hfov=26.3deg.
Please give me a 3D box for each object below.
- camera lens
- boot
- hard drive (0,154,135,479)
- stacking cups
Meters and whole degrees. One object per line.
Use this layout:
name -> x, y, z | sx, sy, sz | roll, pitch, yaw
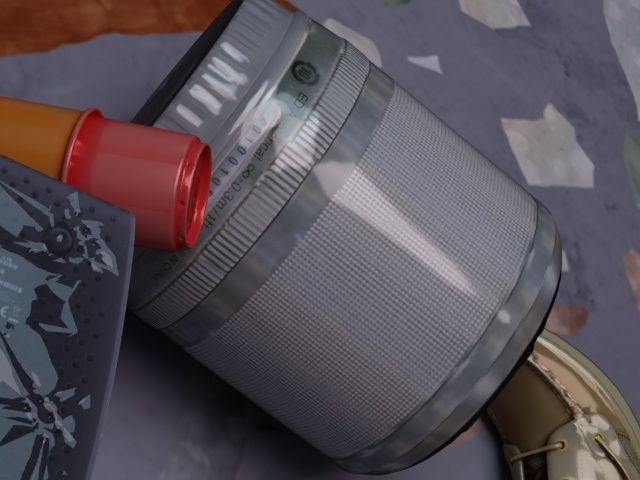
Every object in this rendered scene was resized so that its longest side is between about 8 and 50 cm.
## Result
camera lens -> 0.000, 0.000, 0.881 | 0.274, 0.219, 0.219 | 38, 50, -13
boot -> 0.154, 0.201, 0.972 | 0.203, 0.095, 0.262 | -37, 94, -41
hard drive -> -0.183, 0.070, 0.606 | 0.172, 0.054, 0.255 | 25, 54, -23
stacking cups -> -0.219, -0.050, 0.729 | 0.316, 0.096, 0.096 | 9, 54, 8
